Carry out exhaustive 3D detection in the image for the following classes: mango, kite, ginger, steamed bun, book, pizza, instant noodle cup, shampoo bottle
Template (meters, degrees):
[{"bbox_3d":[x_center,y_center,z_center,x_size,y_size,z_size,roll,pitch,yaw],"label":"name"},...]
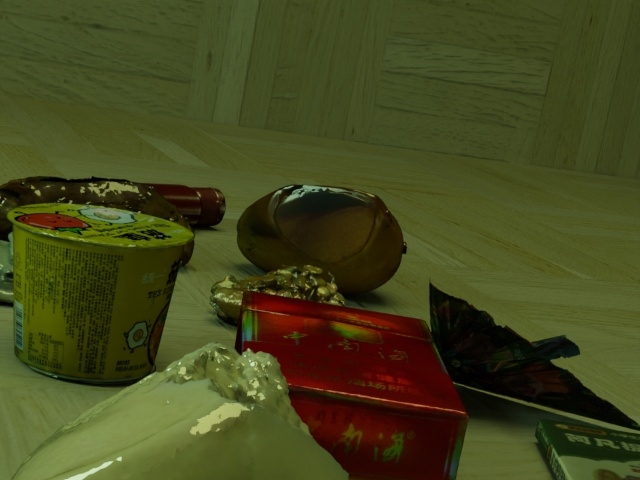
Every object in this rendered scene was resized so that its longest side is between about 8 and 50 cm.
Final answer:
[{"bbox_3d":[0.000,0.000,1.865,0.236,0.136,0.166,9,-4,17],"label":"mango"},{"bbox_3d":[0.194,0.135,1.451,0.321,0.016,0.234,36,-30,-21],"label":"kite"},{"bbox_3d":[-0.308,-0.028,1.781,0.309,0.107,0.133,5,31,-32],"label":"ginger"},{"bbox_3d":[-0.040,0.173,0.712,0.170,0.225,0.200,-29,1,28],"label":"steamed bun"},{"bbox_3d":[0.315,0.231,1.260,0.202,0.027,0.264,10,11,-3],"label":"book"},{"bbox_3d":[-0.027,0.067,1.659,0.147,0.069,0.226,16,12,33],"label":"pizza"},{"bbox_3d":[-0.222,0.051,1.351,0.182,0.144,0.182,9,11,-2],"label":"instant noodle cup"},{"bbox_3d":[-0.258,-0.053,2.048,0.260,0.064,0.102,1,11,-43],"label":"shampoo bottle"}]

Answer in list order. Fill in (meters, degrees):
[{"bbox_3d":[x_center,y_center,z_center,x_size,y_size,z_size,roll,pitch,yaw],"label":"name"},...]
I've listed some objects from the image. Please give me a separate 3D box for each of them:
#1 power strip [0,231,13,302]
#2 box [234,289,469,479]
[{"bbox_3d":[-0.323,0.023,1.606,0.198,0.065,0.213,9,10,-20],"label":"power strip"},{"bbox_3d":[0.016,0.134,1.309,0.197,0.089,0.313,9,10,-5],"label":"box"}]
